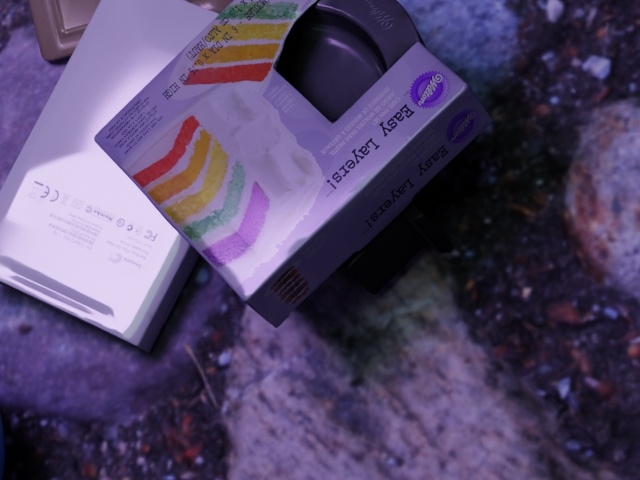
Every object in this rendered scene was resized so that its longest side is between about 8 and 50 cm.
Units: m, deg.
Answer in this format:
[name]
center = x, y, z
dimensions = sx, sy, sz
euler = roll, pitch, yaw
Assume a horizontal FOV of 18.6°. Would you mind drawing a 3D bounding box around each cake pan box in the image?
[cake pan box]
center = -0.024, -0.097, 1.642
dimensions = 0.267, 0.070, 0.246
euler = -43, 57, 0

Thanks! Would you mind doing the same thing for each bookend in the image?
[bookend]
center = 0.000, 0.000, 1.668
dimensions = 0.156, 0.072, 0.157
euler = -45, 55, 0

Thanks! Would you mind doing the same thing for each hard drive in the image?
[hard drive]
center = -0.173, -0.074, 1.789
dimensions = 0.203, 0.040, 0.307
euler = 23, 80, 23

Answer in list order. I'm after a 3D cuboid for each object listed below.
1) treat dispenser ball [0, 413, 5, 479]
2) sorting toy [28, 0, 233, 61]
[treat dispenser ball]
center = -0.414, 0.181, 1.664
dimensions = 0.288, 0.288, 0.288
euler = -11, 63, 22
[sorting toy]
center = -0.205, -0.346, 1.889
dimensions = 0.229, 0.041, 0.307
euler = -13, 90, 23
